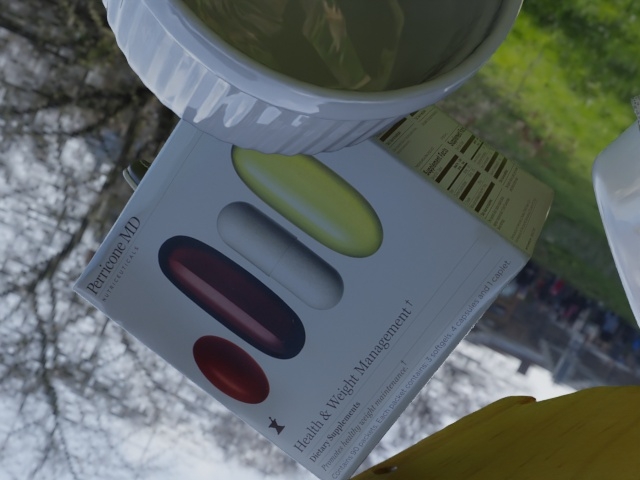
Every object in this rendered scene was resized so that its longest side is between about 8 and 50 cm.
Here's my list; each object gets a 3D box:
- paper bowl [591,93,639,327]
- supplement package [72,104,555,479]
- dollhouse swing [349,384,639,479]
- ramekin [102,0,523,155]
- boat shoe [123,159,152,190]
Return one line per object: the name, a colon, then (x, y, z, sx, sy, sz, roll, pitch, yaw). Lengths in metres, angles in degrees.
paper bowl: (0.357, -0.009, 1.159, 0.284, 0.148, 0.284, -18, -90, -74)
supplement package: (0.000, 0.000, 0.742, 0.203, 0.194, 0.149, 36, -158, 3)
dollhouse swing: (0.201, 0.269, 0.675, 0.347, 0.305, 0.315, -9, -175, 43)
ramekin: (-0.011, -0.140, 0.598, 0.207, 0.207, 0.109, 24, 155, -12)
boat shoe: (-0.134, -0.025, 1.644, 0.335, 0.095, 0.112, 41, -175, 26)
